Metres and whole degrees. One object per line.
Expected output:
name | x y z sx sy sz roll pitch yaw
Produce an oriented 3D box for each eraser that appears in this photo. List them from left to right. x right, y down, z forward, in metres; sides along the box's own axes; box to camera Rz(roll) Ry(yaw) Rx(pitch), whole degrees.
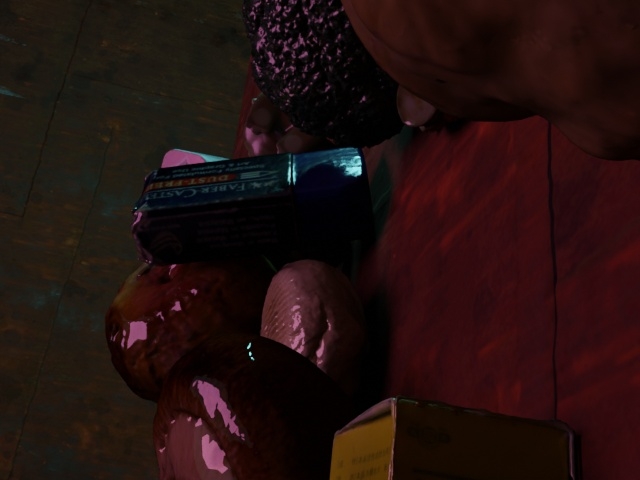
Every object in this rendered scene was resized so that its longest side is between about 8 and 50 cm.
eraser | -0.095 -0.049 1.187 0.155 0.332 0.101 -94 -5 -60

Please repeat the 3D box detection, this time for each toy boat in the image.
toy boat | 0.131 -0.170 0.922 0.089 0.071 0.185 53 149 14

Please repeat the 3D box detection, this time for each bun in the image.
bun | -0.004 0.133 1.075 0.220 0.134 0.220 -170 90 -74

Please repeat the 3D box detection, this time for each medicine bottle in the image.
medicine bottle | 0.081 0.242 0.561 0.141 0.137 0.250 125 154 -60

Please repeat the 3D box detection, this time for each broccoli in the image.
broccoli | 0.041 -0.273 1.090 0.297 0.297 0.297 -53 3 -22

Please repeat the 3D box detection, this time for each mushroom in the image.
mushroom | -0.080 0.283 0.885 0.345 0.260 0.345 39 142 38

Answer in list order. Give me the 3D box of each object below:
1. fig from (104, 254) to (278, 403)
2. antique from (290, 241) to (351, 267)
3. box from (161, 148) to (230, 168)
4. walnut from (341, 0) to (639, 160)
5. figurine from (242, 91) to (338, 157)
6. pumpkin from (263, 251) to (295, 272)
fig | -0.135 0.164 1.301 0.286 0.368 0.286 -29 34 22
antique | 0.000 0.000 1.281 0.104 0.104 0.104 -167 90 -78
box | -0.155 -0.054 1.571 0.370 0.112 0.190 1 -76 -61
walnut | 0.143 -0.172 0.386 0.282 0.277 0.253 -75 -6 -70
figurine | -0.036 -0.220 1.495 0.173 0.177 0.247 71 -142 -81
pumpkin | -0.065 -0.007 1.432 0.220 0.162 0.220 -170 90 -74
